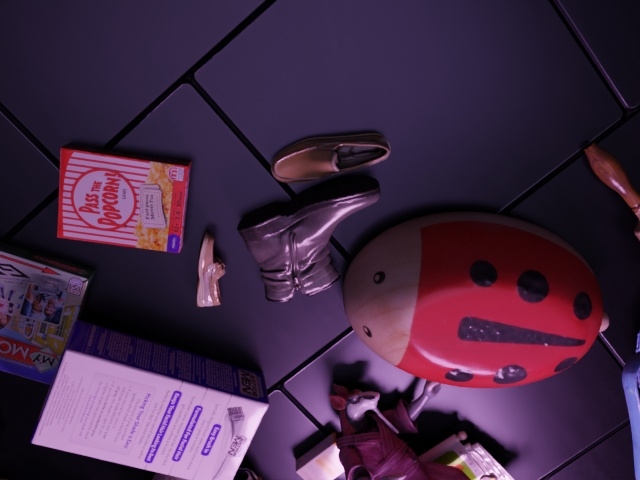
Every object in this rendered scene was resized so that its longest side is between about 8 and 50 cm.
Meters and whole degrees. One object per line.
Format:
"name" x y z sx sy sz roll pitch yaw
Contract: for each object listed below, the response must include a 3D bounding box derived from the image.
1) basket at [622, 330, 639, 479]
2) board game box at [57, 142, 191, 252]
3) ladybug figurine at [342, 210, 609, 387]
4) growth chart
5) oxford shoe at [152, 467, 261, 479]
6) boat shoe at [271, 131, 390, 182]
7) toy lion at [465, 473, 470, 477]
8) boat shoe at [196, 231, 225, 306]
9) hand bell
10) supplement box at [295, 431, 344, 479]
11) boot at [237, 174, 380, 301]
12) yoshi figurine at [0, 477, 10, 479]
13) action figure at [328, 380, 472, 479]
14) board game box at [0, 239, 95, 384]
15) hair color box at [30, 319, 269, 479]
"basket" 0.619 0.260 1.099 0.289 0.201 0.254 -23 110 -28
"board game box" -0.310 -0.066 1.040 0.194 0.045 0.146 7 108 -5
"ladybug figurine" 0.263 0.113 1.068 0.450 0.162 0.305 4 108 -5
"growth chart" 0.283 0.465 1.220 0.237 0.021 0.172 41 107 -1
"oxford shoe" -0.126 0.511 1.198 0.397 0.140 0.146 26 97 -14
"boat shoe" 0.015 -0.129 1.021 0.190 0.072 0.068 -16 109 3
"toy lion" 0.293 0.488 1.267 0.096 0.034 0.100 17 107 -16
"boat shoe" -0.180 0.049 1.086 0.045 0.050 0.135 4 118 -8
"hand bell" 0.513 -0.063 1.067 0.126 0.126 0.242 -42 94 10
"supplement box" 0.010 0.411 1.220 0.098 0.036 0.062 -39 106 9
"boot" 0.000 0.000 1.071 0.247 0.083 0.161 -20 115 10
"yoshi figurine" -0.620 0.616 1.168 0.203 0.204 0.362 4 78 -37
"action figure" 0.135 0.406 1.164 0.370 0.248 0.275 49 136 11
"board game box" -0.559 0.098 1.082 0.317 0.046 0.213 19 106 -9
"hair color box" -0.279 0.279 1.105 0.339 0.110 0.185 21 106 -16
